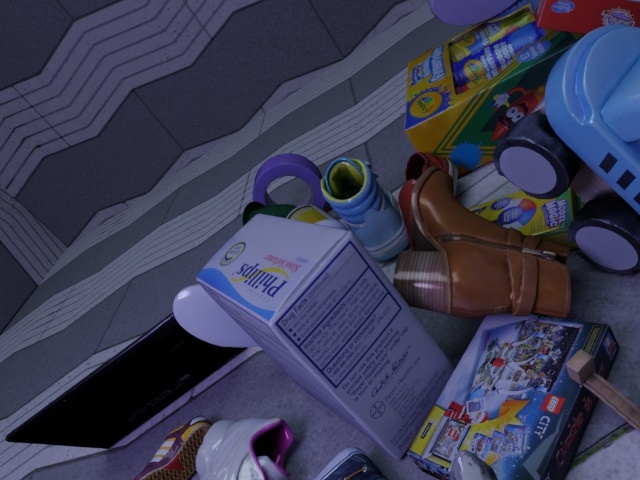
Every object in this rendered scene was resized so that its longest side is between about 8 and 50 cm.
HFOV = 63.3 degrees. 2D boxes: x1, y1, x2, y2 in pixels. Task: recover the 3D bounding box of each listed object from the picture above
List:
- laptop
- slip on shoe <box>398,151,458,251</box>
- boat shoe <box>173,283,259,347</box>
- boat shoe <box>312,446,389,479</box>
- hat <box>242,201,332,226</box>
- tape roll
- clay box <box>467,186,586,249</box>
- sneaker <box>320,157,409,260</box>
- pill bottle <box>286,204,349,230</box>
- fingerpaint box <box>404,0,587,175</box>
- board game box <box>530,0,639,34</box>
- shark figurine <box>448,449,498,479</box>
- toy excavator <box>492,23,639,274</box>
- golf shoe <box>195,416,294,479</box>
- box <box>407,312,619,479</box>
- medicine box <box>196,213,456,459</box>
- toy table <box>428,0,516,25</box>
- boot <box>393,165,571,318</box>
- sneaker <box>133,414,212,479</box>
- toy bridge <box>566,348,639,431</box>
[{"bbox_3d":[-0.379,0.235,1.113,0.381,0.408,0.236,-37,59,3],"label":"laptop"},{"bbox_3d":[0.190,-0.061,0.965,0.331,0.101,0.123,-71,8,-49],"label":"slip on shoe"},{"bbox_3d":[-0.107,0.123,0.925,0.102,0.300,0.108,-134,52,-70],"label":"boat shoe"},{"bbox_3d":[0.006,0.340,0.628,0.183,0.065,0.083,-44,25,-15],"label":"boat shoe"},{"bbox_3d":[-0.059,-0.055,1.235,0.183,0.173,0.209,-26,28,25],"label":"hat"},{"bbox_3d":[-0.083,-0.127,1.365,0.188,0.189,0.080,-31,27,13],"label":"tape roll"},{"bbox_3d":[0.326,-0.026,0.833,0.221,0.053,0.128,-20,31,34],"label":"clay box"},{"bbox_3d":[0.075,-0.108,1.109,0.127,0.208,0.319,-38,25,4],"label":"sneaker"},{"bbox_3d":[0.000,0.000,1.131,0.119,0.119,0.208,-40,25,-4],"label":"pill bottle"},{"bbox_3d":[0.391,-0.369,1.185,0.370,0.163,0.445,-24,29,26],"label":"fingerpaint box"},{"bbox_3d":[0.565,-0.436,0.965,0.316,0.064,0.242,13,38,9],"label":"board game box"},{"bbox_3d":[0.110,0.337,0.502,0.278,0.166,0.116,-52,-2,10],"label":"shark figurine"},{"bbox_3d":[0.472,-0.100,0.535,0.222,0.433,0.445,-46,-1,-17],"label":"toy excavator"},{"bbox_3d":[-0.117,0.364,0.698,0.140,0.115,0.306,-23,30,21],"label":"golf shoe"},{"bbox_3d":[0.227,0.190,0.615,0.159,0.044,0.233,3,47,53],"label":"box"},{"bbox_3d":[0.003,0.120,0.733,0.149,0.289,0.263,-46,27,-17],"label":"medicine box"},{"bbox_3d":[0.369,-0.645,1.251,0.274,0.252,0.161,-18,37,0],"label":"toy table"},{"bbox_3d":[0.233,-0.006,0.733,0.219,0.109,0.284,3,37,18],"label":"boot"},{"bbox_3d":[-0.261,0.387,0.903,0.185,0.070,0.084,-40,16,-18],"label":"sneaker"},{"bbox_3d":[0.326,0.175,0.489,0.026,0.063,0.188,-43,40,-11],"label":"toy bridge"}]
